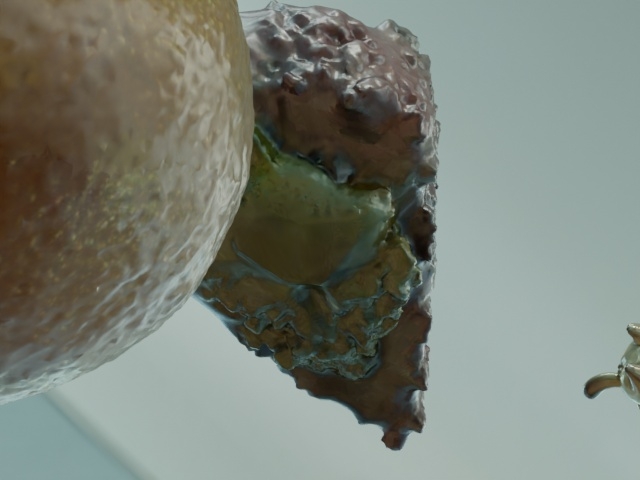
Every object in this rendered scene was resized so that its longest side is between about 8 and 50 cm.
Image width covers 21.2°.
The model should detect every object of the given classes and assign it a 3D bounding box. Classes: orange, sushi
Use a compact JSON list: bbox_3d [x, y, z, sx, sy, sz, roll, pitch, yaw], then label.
[{"bbox_3d":[-0.120,-0.047,0.485,0.206,0.206,0.206,19,-49,23],"label":"orange"},{"bbox_3d":[-0.020,-0.002,0.884,0.161,0.107,0.241,2,-56,3],"label":"sushi"}]

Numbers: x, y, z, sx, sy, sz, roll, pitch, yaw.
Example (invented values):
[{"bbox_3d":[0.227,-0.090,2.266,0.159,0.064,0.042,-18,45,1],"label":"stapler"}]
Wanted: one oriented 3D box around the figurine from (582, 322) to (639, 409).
[{"bbox_3d":[0.184,0.079,0.891,0.083,0.047,0.050,24,-38,-6],"label":"figurine"}]
